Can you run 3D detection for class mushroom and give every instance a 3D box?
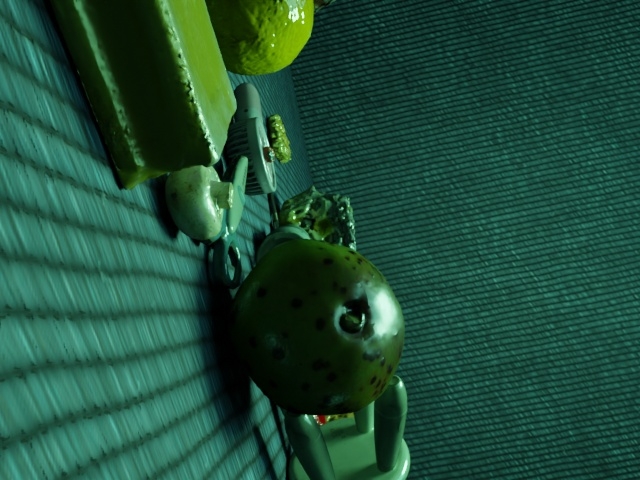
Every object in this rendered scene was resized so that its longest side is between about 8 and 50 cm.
[{"bbox_3d":[-0.124,-0.042,0.607,0.083,0.067,0.084,-5,90,-88],"label":"mushroom"}]

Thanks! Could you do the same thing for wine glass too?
[{"bbox_3d":[-0.060,0.022,1.089,0.231,0.103,0.103,-88,166,-83],"label":"wine glass"}]

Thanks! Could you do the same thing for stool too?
[{"bbox_3d":[0.033,0.275,0.899,0.195,0.195,0.199,-130,-151,-66],"label":"stool"}]

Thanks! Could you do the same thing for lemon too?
[{"bbox_3d":[-0.105,-0.345,0.875,0.231,0.192,0.193,-60,139,-81],"label":"lemon"}]

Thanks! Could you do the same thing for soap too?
[{"bbox_3d":[-0.159,-0.225,0.494,0.199,0.091,0.315,-92,169,-62],"label":"soap"}]

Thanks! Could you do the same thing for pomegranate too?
[{"bbox_3d":[-0.002,0.115,0.785,0.286,0.230,0.231,92,-13,-85],"label":"pomegranate"}]

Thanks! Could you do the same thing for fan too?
[{"bbox_3d":[-0.122,-0.187,1.031,0.130,0.074,0.245,72,7,-54],"label":"fan"}]

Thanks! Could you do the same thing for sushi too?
[{"bbox_3d":[0.000,0.000,1.427,0.139,0.184,0.275,62,18,-73],"label":"sushi"}]

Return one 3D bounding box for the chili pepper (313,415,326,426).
[{"bbox_3d":[-0.021,0.301,1.102,0.070,0.073,0.123,-44,-138,42],"label":"chili pepper"}]

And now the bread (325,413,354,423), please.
[{"bbox_3d":[0.048,0.436,1.282,0.229,0.139,0.143,-92,178,-61],"label":"bread"}]

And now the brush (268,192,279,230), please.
[{"bbox_3d":[-0.100,-0.031,1.310,0.063,0.016,0.194,72,8,-62],"label":"brush"}]

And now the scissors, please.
[{"bbox_3d":[-0.126,-0.054,0.798,0.289,0.041,0.138,-94,167,-60],"label":"scissors"}]

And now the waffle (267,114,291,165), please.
[{"bbox_3d":[-0.111,-0.270,1.657,0.192,0.046,0.161,73,5,-56],"label":"waffle"}]

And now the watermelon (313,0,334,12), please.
[{"bbox_3d":[-0.123,-0.445,1.065,0.289,0.319,0.214,27,73,-46],"label":"watermelon"}]
